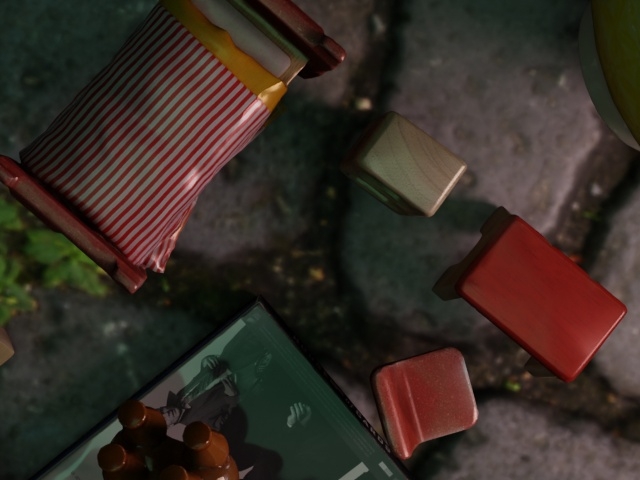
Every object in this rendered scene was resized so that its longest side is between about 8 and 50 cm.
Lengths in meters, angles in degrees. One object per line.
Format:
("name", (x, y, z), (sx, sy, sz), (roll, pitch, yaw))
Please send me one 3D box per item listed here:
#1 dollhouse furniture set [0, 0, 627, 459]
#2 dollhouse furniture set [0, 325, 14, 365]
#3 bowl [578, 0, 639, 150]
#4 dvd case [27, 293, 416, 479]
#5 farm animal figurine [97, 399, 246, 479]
("dollhouse furniture set", (0.000, 0.000, 1.159), (0.374, 0.152, 0.201), (39, 87, -5))
("dollhouse furniture set", (-0.303, 0.029, 1.250), (0.144, 0.123, 0.151), (-39, 132, 7))
("bowl", (0.256, -0.127, 1.133), (0.156, 0.289, 0.289), (-18, 102, 46))
("dvd case", (-0.078, 0.179, 1.269), (0.239, 0.029, 0.179), (-39, 97, 7))
("farm animal figurine", (-0.143, 0.287, 1.173), (0.327, 0.172, 0.330), (-9, 65, 6))
